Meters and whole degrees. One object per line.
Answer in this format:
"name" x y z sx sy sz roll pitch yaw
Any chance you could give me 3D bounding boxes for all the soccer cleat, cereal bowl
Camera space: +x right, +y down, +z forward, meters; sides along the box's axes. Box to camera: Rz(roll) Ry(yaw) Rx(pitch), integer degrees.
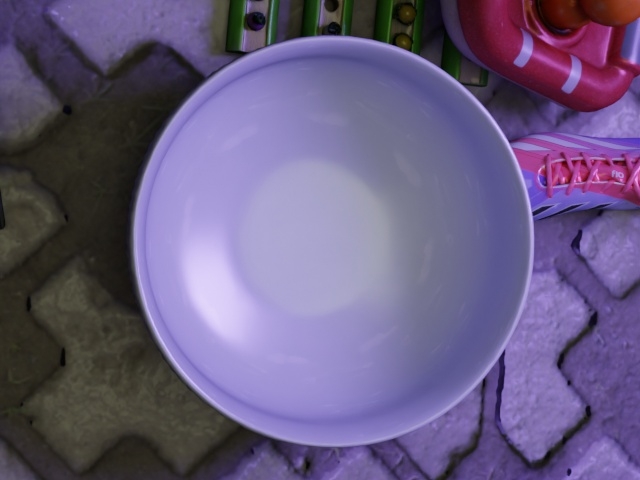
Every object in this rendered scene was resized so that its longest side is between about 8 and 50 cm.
"soccer cleat" 0.260 -0.059 1.201 0.248 0.095 0.083 -2 93 -15
"cereal bowl" 0.000 0.000 1.114 0.339 0.141 0.339 -1 92 -14

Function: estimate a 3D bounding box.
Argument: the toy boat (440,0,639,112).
"toy boat" 0.217 -0.208 1.127 0.231 0.151 0.151 19 78 -33

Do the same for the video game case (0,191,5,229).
"video game case" -0.380 -0.107 0.992 0.248 0.035 0.275 -9 129 -14

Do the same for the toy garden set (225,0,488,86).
"toy garden set" 0.049 -0.253 1.161 0.244 0.049 0.203 5 91 -15
